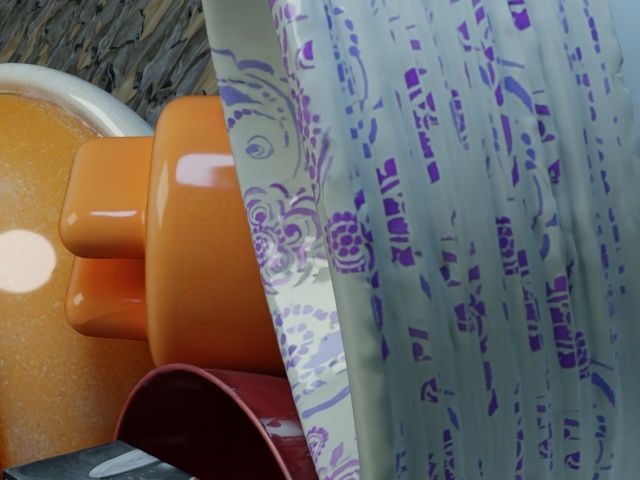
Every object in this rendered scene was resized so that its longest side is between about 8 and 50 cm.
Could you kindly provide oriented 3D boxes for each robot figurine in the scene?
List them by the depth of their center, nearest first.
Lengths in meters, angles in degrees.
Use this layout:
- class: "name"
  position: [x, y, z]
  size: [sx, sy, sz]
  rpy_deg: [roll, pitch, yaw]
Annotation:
- class: "robot figurine"
  position: [0.000, 0.001, 0.849]
  size: [0.128, 0.219, 0.158]
  rpy_deg: [78, -167, -87]

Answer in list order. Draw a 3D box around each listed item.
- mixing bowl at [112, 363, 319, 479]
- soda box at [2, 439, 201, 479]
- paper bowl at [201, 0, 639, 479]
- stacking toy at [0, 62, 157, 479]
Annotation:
- class: "mixing bowl"
  position: [-0.005, 0.131, 0.812]
  size: [0.181, 0.098, 0.181]
  rpy_deg: [24, 119, 53]
- class: "soda box"
  position: [-0.060, 0.125, 0.747]
  size: [0.169, 0.060, 0.053]
  rpy_deg: [15, 112, 55]
- class: "paper bowl"
  position: [0.050, -0.040, 0.645]
  size: [0.148, 0.284, 0.284]
  rpy_deg: [-13, 24, -5]
- class: "stacking toy"
  position: [-0.293, 0.103, 0.910]
  size: [0.350, 0.480, 0.350]
  rpy_deg: [10, 104, 46]
